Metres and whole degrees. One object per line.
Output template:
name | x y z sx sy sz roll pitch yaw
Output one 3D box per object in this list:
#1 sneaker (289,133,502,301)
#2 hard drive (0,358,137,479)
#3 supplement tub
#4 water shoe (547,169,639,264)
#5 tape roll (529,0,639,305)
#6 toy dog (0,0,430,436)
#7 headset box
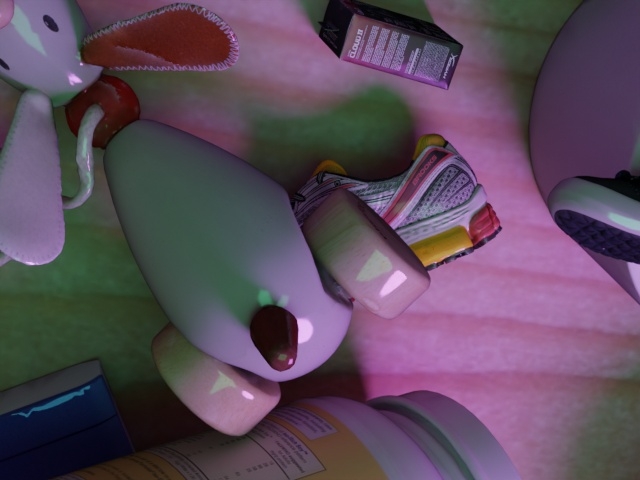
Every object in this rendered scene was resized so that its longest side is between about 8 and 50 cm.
sneaker | 0.000 0.000 0.947 0.225 0.088 0.092 -23 88 1
hard drive | -0.201 0.259 1.016 0.210 0.040 0.318 -20 114 -5
supplement tub | -0.047 0.235 0.899 0.331 0.241 0.241 -14 115 -28
water shoe | 0.224 -0.021 0.813 0.203 0.073 0.080 13 80 -14
tape roll | 0.277 -0.059 0.928 0.246 0.169 0.246 -4 111 -11
toy dog | -0.095 -0.023 0.813 0.334 0.161 0.220 26 97 -3
headset box | 0.040 -0.127 0.905 0.083 0.062 0.032 12 107 -18
